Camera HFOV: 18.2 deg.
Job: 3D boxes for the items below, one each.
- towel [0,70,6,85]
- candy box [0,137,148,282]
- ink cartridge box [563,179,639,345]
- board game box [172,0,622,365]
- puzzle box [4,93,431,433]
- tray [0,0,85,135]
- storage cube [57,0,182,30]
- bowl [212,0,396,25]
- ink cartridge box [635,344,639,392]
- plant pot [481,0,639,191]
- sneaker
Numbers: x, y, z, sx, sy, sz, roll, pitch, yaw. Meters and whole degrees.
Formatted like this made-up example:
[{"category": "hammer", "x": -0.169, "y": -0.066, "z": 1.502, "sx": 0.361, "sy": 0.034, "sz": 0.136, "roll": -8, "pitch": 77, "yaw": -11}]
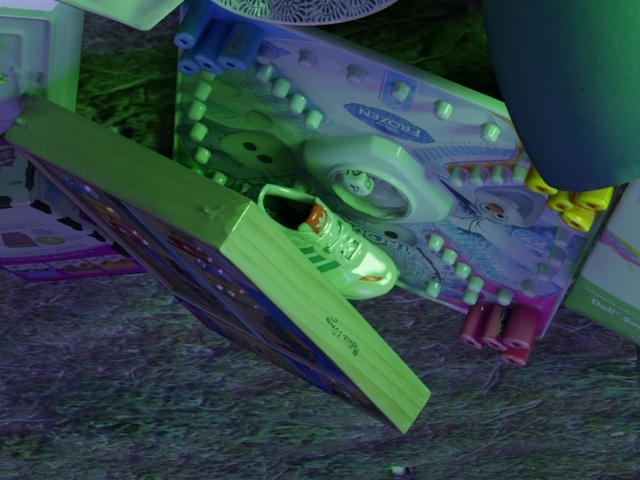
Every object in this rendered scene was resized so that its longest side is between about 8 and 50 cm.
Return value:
[{"category": "towel", "x": -0.343, "y": -0.153, "z": 1.663, "sx": 0.148, "sy": 0.027, "sz": 0.110, "roll": -4, "pitch": 143, "yaw": 42}, {"category": "candy box", "x": -0.274, "y": -0.027, "z": 1.909, "sx": 0.159, "sy": 0.071, "sz": 0.233, "roll": -5, "pitch": 162, "yaw": 25}, {"category": "ink cartridge box", "x": 0.332, "y": -0.066, "z": 1.652, "sx": 0.119, "sy": 0.207, "sz": 0.353, "roll": 30, "pitch": 155, "yaw": 7}, {"category": "board game box", "x": 0.045, "y": -0.041, "z": 1.763, "sx": 0.390, "sy": 0.050, "sz": 0.390, "roll": 22, "pitch": 155, "yaw": 4}, {"category": "puzzle box", "x": -0.086, "y": 0.028, "z": 1.812, "sx": 0.272, "sy": 0.052, "sz": 0.409, "roll": 26, "pitch": 167, "yaw": 35}, {"category": "tray", "x": -0.279, "y": -0.151, "z": 1.718, "sx": 0.145, "sy": 0.030, "sz": 0.270, "roll": 3, "pitch": 156, "yaw": -8}, {"category": "storage cube", "x": -0.133, "y": -0.273, "z": 1.246, "sx": 0.215, "sy": 0.193, "sz": 0.183, "roll": 18, "pitch": 150, "yaw": -32}, {"category": "bowl", "x": -0.013, "y": -0.234, "z": 1.467, "sx": 0.170, "sy": 0.080, "sz": 0.170, "roll": 0, "pitch": 156, "yaw": 0}, {"category": "ink cartridge box", "x": 0.390, "y": 0.030, "z": 1.945, "sx": 0.168, "sy": 0.171, "sz": 0.233, "roll": -2, "pitch": 156, "yaw": 6}, {"category": "plant pot", "x": 0.222, "y": -0.198, "z": 1.367, "sx": 0.290, "sy": 0.290, "sz": 0.195, "roll": -22, "pitch": 111, "yaw": 40}, {"category": "sneaker", "x": 0.000, "y": 0.000, "z": 1.754, "sx": 0.161, "sy": 0.057, "sz": 0.075, "roll": 30, "pitch": 161, "yaw": -7}]
